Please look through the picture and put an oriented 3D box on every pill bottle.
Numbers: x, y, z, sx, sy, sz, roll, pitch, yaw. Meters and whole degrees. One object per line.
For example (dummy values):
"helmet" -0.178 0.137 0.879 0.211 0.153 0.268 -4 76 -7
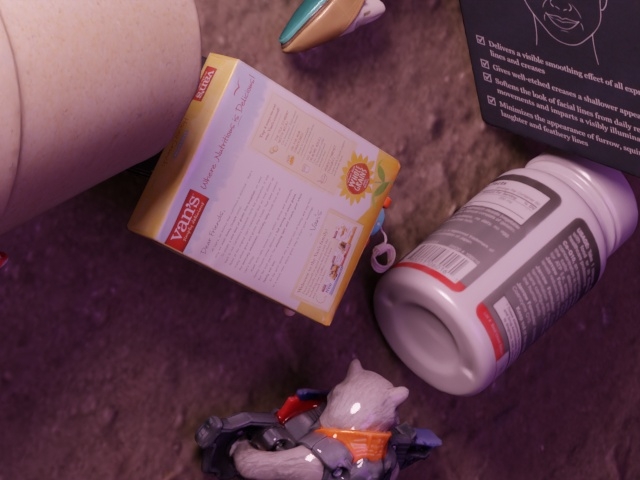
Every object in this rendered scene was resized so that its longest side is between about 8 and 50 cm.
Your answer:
"pill bottle" 0.205 0.025 1.963 0.283 0.161 0.161 -39 127 -29

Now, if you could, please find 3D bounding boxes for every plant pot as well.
"plant pot" -0.265 -0.136 1.375 0.305 0.333 0.334 -22 118 -50

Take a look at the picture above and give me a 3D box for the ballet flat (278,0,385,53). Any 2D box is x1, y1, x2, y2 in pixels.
"ballet flat" 0.049 -0.257 1.772 0.073 0.080 0.232 39 74 -16

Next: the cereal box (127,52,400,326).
"cereal box" -0.045 -0.042 1.633 0.240 0.047 0.173 30 83 -44

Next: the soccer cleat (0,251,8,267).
"soccer cleat" -0.305 0.034 1.567 0.083 0.029 0.036 -28 130 -32

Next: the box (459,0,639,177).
"box" 0.305 -0.287 1.835 0.212 0.293 0.395 -42 136 -28

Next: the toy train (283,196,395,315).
"toy train" 0.000 0.000 1.842 0.166 0.046 0.125 -16 115 -37

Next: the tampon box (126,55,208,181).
"tampon box" -0.088 -0.087 1.685 0.161 0.101 0.120 29 83 -45

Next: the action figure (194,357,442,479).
"action figure" 0.028 0.281 1.869 0.341 0.178 0.330 -1 113 -42
